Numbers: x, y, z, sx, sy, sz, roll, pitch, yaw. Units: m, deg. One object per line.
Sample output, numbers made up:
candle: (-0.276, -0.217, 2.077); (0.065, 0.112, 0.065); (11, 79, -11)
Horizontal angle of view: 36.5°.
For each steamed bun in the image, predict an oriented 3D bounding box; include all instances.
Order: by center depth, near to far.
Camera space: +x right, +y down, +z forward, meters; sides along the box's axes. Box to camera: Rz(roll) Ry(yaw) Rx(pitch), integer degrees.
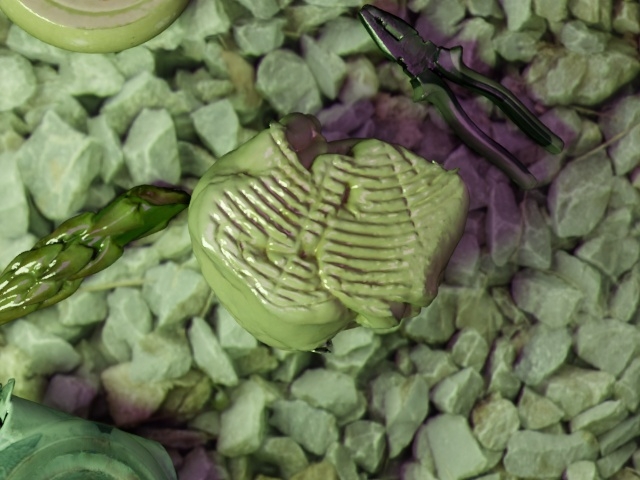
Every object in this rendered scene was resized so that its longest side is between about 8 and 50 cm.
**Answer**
steamed bun: (0.000, 0.000, 1.130); (0.320, 0.206, 0.275); (13, 70, -11)

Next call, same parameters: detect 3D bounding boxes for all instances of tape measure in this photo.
tape measure: (-0.283, 0.317, 1.055); (0.256, 0.147, 0.275); (26, 58, -29)

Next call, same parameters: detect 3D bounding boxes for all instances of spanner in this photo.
spanner: (0.178, -0.195, 1.255); (0.325, 0.040, 0.095); (38, 82, -10)

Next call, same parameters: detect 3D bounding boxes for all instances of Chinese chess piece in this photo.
Chinese chess piece: (-0.268, -0.353, 1.130); (0.273, 0.102, 0.273); (1, 88, -12)

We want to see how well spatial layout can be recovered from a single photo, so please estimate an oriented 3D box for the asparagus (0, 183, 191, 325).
asparagus: (-0.281, 0.010, 1.131); (0.287, 0.080, 0.080); (-38, 96, -10)
